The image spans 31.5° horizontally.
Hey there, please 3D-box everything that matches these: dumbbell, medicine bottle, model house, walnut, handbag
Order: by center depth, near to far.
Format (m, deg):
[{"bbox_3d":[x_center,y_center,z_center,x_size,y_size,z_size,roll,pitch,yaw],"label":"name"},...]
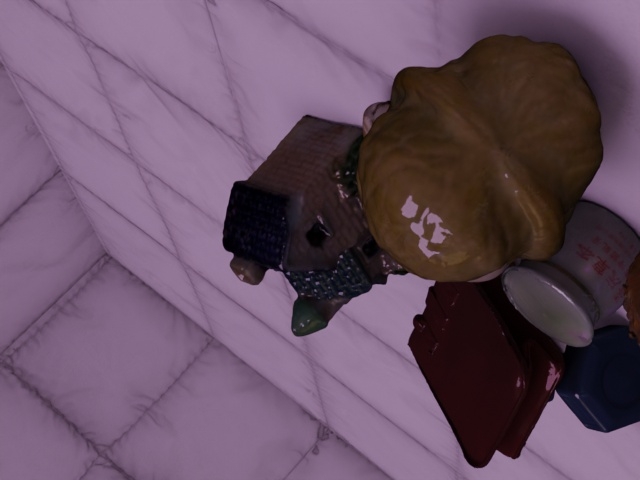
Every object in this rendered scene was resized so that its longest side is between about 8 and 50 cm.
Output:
[{"bbox_3d":[0.179,-0.089,1.282,0.277,0.282,0.253,122,134,-87],"label":"walnut"},{"bbox_3d":[0.328,0.044,1.472,0.147,0.143,0.147,38,160,17],"label":"medicine bottle"},{"bbox_3d":[0.239,0.172,1.717,0.260,0.084,0.275,103,148,-43],"label":"handbag"},{"bbox_3d":[0.366,0.201,1.740,0.144,0.156,0.316,19,171,-23],"label":"dumbbell"},{"bbox_3d":[-0.002,-0.001,1.862,0.243,0.284,0.298,26,155,54],"label":"model house"}]

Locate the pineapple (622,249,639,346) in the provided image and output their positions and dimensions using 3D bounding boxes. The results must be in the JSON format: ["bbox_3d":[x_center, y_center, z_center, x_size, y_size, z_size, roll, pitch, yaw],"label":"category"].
[{"bbox_3d":[0.478,0.121,1.284,0.202,0.202,0.362,26,166,43],"label":"pineapple"}]

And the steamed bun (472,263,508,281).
[{"bbox_3d":[0.204,-0.051,1.507,0.131,0.177,0.228,-10,119,26],"label":"steamed bun"}]

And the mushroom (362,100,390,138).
[{"bbox_3d":[0.123,-0.120,1.652,0.209,0.072,0.094,55,157,-20],"label":"mushroom"}]

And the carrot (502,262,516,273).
[{"bbox_3d":[0.281,0.039,1.731,0.036,0.036,0.165,14,143,56],"label":"carrot"}]
